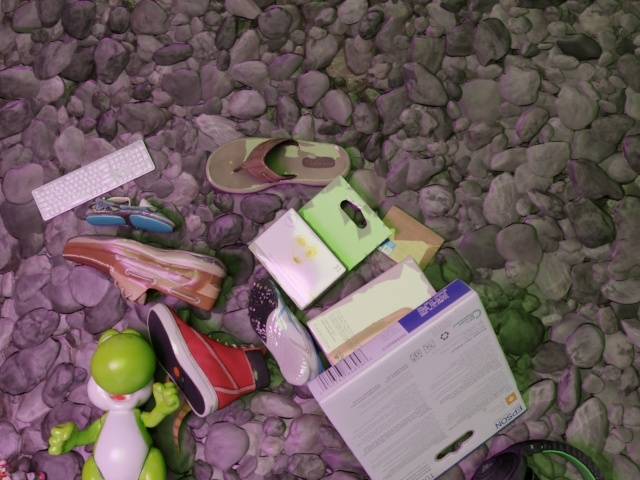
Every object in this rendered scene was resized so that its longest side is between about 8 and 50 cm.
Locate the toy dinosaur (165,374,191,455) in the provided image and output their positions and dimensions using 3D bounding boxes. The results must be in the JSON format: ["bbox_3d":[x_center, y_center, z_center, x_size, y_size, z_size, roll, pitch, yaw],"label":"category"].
[{"bbox_3d":[-0.247,0.295,1.247,0.112,0.064,0.211,39,81,9],"label":"toy dinosaur"}]

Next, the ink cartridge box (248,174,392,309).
[{"bbox_3d":[0.000,0.000,1.295,0.235,0.056,0.171,-42,78,4],"label":"ink cartridge box"}]

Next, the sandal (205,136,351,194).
[{"bbox_3d":[-0.087,-0.166,1.335,0.302,0.086,0.120,-5,81,-2],"label":"sandal"}]

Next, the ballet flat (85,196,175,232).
[{"bbox_3d":[-0.386,-0.060,1.338,0.188,0.070,0.070,7,77,0],"label":"ballet flat"}]

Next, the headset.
[{"bbox_3d":[0.326,0.502,1.164,0.393,0.185,0.244,-11,80,-16],"label":"headset"}]

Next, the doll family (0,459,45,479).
[{"bbox_3d":[-0.534,0.524,1.138,0.118,0.163,0.263,-2,76,16],"label":"doll family"}]

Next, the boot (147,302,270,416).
[{"bbox_3d":[-0.207,0.202,1.235,0.176,0.088,0.244,-17,56,-40],"label":"boot"}]

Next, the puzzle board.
[{"bbox_3d":[0.174,0.001,1.328,0.128,0.011,0.096,35,81,10],"label":"puzzle board"}]

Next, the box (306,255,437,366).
[{"bbox_3d":[0.104,0.152,1.224,0.232,0.148,0.127,-32,78,-5],"label":"box"}]

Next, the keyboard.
[{"bbox_3d":[-0.480,-0.128,1.380,0.256,0.014,0.072,-26,77,-4],"label":"keyboard"}]

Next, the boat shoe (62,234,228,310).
[{"bbox_3d":[-0.348,0.066,1.276,0.323,0.122,0.120,10,80,5],"label":"boat shoe"}]

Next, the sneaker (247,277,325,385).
[{"bbox_3d":[-0.069,0.179,1.270,0.085,0.086,0.237,-39,64,19],"label":"sneaker"}]

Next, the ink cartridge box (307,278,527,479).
[{"bbox_3d":[0.186,0.281,1.170,0.324,0.071,0.330,-34,123,-7],"label":"ink cartridge box"}]

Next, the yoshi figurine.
[{"bbox_3d":[-0.349,0.318,1.145,0.203,0.203,0.362,-23,65,29],"label":"yoshi figurine"}]
